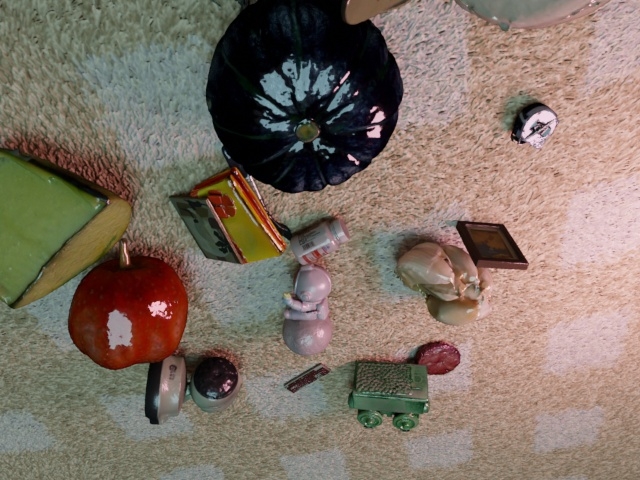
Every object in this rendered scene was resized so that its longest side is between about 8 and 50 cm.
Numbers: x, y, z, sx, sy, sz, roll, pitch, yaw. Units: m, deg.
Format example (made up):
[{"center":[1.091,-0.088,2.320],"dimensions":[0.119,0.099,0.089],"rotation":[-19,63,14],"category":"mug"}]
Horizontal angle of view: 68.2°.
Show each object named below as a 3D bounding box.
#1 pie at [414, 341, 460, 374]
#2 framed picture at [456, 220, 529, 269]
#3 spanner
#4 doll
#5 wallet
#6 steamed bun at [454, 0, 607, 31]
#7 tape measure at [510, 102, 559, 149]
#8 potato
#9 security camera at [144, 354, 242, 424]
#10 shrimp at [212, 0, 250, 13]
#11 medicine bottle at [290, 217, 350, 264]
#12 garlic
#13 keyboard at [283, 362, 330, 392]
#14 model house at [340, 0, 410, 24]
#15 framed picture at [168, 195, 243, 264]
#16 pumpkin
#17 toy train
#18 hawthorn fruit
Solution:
[{"center":[0.376,0.381,1.519],"dimensions":[0.154,0.036,0.155],"rotation":[-1,126,-2],"category":"pie"},{"center":[0.420,0.010,1.168],"dimensions":[0.127,0.169,0.023],"rotation":[4,125,-6],"category":"framed picture"},{"center":[-0.154,-0.100,1.152],"dimensions":[0.087,0.024,0.316],"rotation":[-17,124,7],"category":"spanner"},{"center":[-0.030,0.184,1.294],"dimensions":[0.150,0.151,0.287],"rotation":[3,123,-5],"category":"doll"},{"center":[-0.199,-0.046,1.139],"dimensions":[0.141,0.067,0.241],"rotation":[-16,121,28],"category":"wallet"},{"center":[0.345,-0.526,0.702],"dimensions":[0.374,0.241,0.375],"rotation":[30,145,24],"category":"steamed bun"},{"center":[0.473,-0.255,1.050],"dimensions":[0.091,0.054,0.094],"rotation":[8,128,-16],"category":"tape measure"},{"center":[-0.632,-0.058,1.069],"dimensions":[0.280,0.213,0.330],"rotation":[42,94,-1],"category":"potato"},{"center":[-0.380,0.443,1.438],"dimensions":[0.277,0.197,0.191],"rotation":[6,135,-15],"category":"security camera"},{"center":[-0.208,-0.469,0.866],"dimensions":[0.174,0.076,0.082],"rotation":[18,164,-21],"category":"shrimp"},{"center":[0.000,0.000,1.195],"dimensions":[0.140,0.079,0.079],"rotation":[-26,123,15],"category":"medicine bottle"},{"center":[0.346,0.103,1.224],"dimensions":[0.184,0.203,0.281],"rotation":[-44,107,-20],"category":"garlic"},{"center":[-0.046,0.457,1.564],"dimensions":[0.166,0.017,0.055],"rotation":[-35,120,21],"category":"keyboard"},{"center":[0.032,-0.510,0.709],"dimensions":[0.279,0.204,0.218],"rotation":[45,147,14],"category":"model house"},{"center":[-0.280,-0.024,1.162],"dimensions":[0.135,0.010,0.201],"rotation":[6,133,34],"category":"framed picture"},{"center":[-0.028,-0.270,0.882],"dimensions":[0.363,0.266,0.364],"rotation":[-2,128,-3],"category":"pumpkin"},{"center":[0.219,0.501,1.517],"dimensions":[0.265,0.145,0.202],"rotation":[2,127,8],"category":"toy train"},{"center":[-0.480,0.149,1.185],"dimensions":[0.286,0.287,0.331],"rotation":[3,112,-5],"category":"hawthorn fruit"}]
